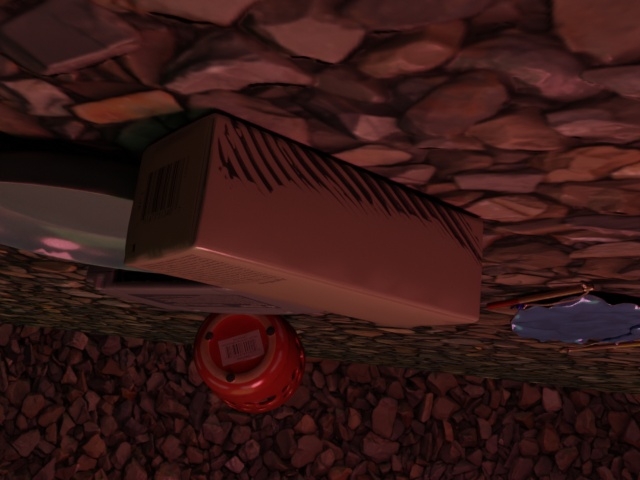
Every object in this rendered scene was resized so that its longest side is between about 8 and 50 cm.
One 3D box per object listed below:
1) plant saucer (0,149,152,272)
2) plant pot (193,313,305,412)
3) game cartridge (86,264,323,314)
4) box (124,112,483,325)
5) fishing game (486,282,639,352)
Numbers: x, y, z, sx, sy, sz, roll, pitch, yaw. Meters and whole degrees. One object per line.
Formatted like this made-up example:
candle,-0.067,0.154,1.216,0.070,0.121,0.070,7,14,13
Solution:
plant saucer,-0.204,-0.020,0.647,0.317,0.044,0.317,5,166,1
plant pot,-0.130,0.203,1.224,0.191,0.191,0.174,4,157,9
game cartridge,-0.150,0.063,0.934,0.294,0.060,0.196,-2,160,32
box,0.000,0.000,0.531,0.275,0.094,0.113,17,163,-38
fishing game,0.347,0.101,0.897,0.189,0.041,0.264,-17,149,40
